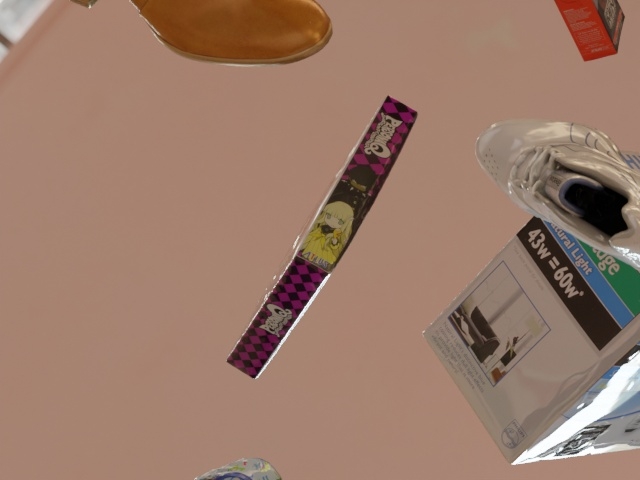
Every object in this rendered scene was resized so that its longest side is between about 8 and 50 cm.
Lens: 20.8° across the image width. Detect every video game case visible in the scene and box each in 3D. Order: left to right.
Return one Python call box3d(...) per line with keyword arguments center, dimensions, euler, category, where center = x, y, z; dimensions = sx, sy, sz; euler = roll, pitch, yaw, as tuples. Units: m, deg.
box3d(center=(0.000, 0.000, 1.657), dimensions=(0.042, 0.210, 0.232), euler=(31, 146, -2), category="video game case")

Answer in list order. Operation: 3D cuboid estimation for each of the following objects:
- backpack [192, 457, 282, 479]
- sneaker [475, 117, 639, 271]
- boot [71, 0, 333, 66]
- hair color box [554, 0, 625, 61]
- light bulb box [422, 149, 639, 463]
box3d(center=(-0.089, 0.283, 1.773), dimensions=(0.105, 0.114, 0.084), euler=(61, -152, -2), category="backpack")
box3d(center=(0.251, -0.058, 1.710), dimensions=(0.129, 0.111, 0.297), euler=(18, -171, -42), category="sneaker")
box3d(center=(-0.130, -0.275, 1.500), dimensions=(0.295, 0.104, 0.211), euler=(19, 139, 20), category="boot")
box3d(center=(0.290, -0.276, 1.931), dimensions=(0.043, 0.072, 0.141), euler=(-12, 129, 29), category="hair color box")
box3d(center=(0.396, 0.086, 2.270), dimensions=(0.358, 0.361, 0.225), euler=(1, -133, -50), category="light bulb box")
